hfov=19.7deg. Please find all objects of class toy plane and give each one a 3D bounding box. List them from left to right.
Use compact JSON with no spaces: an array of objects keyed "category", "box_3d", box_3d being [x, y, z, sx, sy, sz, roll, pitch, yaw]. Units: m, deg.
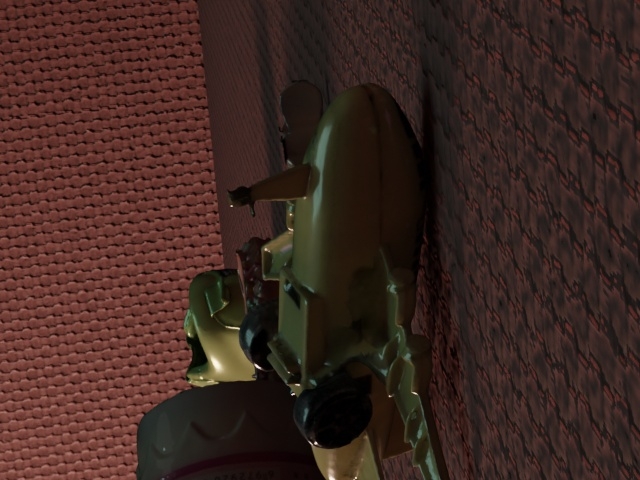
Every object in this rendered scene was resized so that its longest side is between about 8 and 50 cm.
[{"category":"toy plane","box_3d":[0.014,0.036,0.954,0.242,0.104,0.256,-127,21,-50]}]

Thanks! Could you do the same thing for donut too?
[{"category":"donut","box_3d":[-0.038,0.059,1.639,0.117,0.065,0.166,90,170,-60]}]

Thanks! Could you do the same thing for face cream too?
[{"category":"face cream","box_3d":[-0.065,0.238,1.555,0.175,0.175,0.195,93,170,-61]}]

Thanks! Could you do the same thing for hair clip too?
[{"category":"hair clip","box_3d":[0.000,0.000,1.342,0.072,0.034,0.226,94,167,-79]}]

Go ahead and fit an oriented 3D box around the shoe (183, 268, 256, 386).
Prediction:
[{"category":"shoe","box_3d":[-0.081,0.098,1.950,0.262,0.128,0.140,101,175,-64]}]
